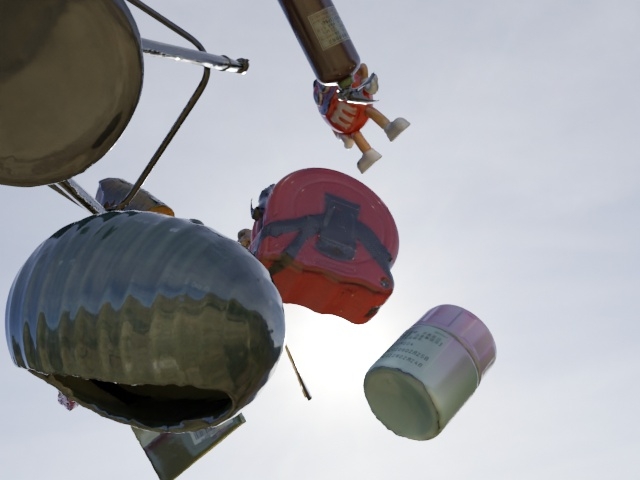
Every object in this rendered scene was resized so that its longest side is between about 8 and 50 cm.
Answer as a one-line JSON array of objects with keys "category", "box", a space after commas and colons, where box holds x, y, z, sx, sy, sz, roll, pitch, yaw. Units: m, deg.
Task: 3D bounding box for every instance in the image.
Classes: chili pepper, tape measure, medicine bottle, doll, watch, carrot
[{"category": "chili pepper", "box": [-0.334, 0.203, 1.401, 0.027, 0.045, 0.178, 7, -1, -17]}, {"category": "tape measure", "box": [0.001, 0.000, 1.670, 0.253, 0.260, 0.114, 18, -40, -15]}, {"category": "medicine bottle", "box": [0.155, 0.181, 1.461, 0.168, 0.135, 0.135, -40, -7, -38]}, {"category": "doll", "box": [0.056, -0.244, 1.879, 0.085, 0.217, 0.183, -20, -18, -38]}, {"category": "watch", "box": [-0.144, 0.272, 2.341, 0.165, 0.268, 0.102, -29, 4, -10]}, {"category": "carrot", "box": [-0.330, -0.057, 1.835, 0.082, 0.173, 0.082, -21, -56, -35]}]

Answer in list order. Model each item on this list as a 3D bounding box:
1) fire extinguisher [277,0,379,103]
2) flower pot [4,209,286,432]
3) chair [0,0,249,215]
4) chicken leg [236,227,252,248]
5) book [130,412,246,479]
[{"category": "fire extinguisher", "box": [0.014, -0.291, 1.500, 0.071, 0.231, 0.099, -19, 13, 47]}, {"category": "flower pot", "box": [-0.145, 0.065, 0.867, 0.243, 0.157, 0.189, 7, -29, 27]}, {"category": "chair", "box": [-0.368, -0.226, 1.496, 0.365, 0.362, 0.410, -56, -1, 4]}, {"category": "chicken leg", "box": [-0.204, 0.074, 2.016, 0.107, 0.087, 0.251, 40, -74, -22]}, {"category": "book", "box": [-0.278, 0.278, 1.923, 0.201, 0.289, 0.026, -40, -29, 11]}]
